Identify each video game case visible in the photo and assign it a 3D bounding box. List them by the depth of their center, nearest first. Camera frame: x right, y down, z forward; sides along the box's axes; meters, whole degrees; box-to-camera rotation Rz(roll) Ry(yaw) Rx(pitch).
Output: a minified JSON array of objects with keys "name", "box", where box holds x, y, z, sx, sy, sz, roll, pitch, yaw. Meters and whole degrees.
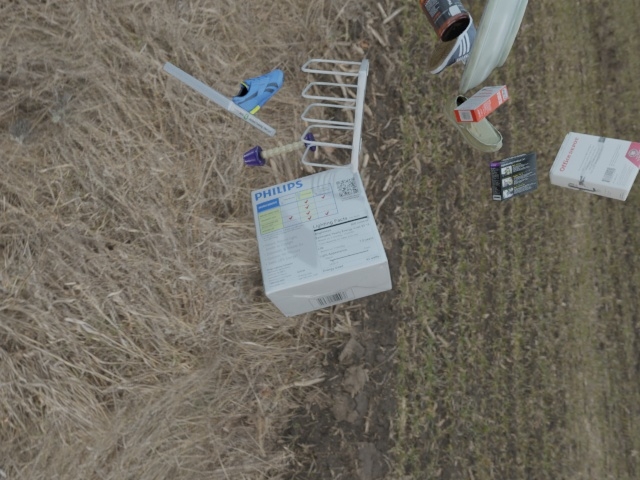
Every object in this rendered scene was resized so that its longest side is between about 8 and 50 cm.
[{"name":"video game case","box":[-0.228,-0.325,0.967,0.023,0.212,0.193,-58,160,9]}]

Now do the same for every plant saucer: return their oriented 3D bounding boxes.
[{"name":"plant saucer","box":[0.504,-0.615,1.178,0.101,0.400,0.400,17,65,10]}]

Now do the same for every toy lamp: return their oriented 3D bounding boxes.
[{"name":"toy lamp","box":[-0.155,-0.331,1.537,0.080,0.275,0.080,-9,90,-74]}]

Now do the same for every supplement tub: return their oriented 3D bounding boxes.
[{"name":"supplement tub","box":[0.378,-0.733,1.296,0.106,0.106,0.197,-15,75,-39]}]

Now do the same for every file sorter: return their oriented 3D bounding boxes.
[{"name":"file sorter","box":[0.039,-0.367,1.203,0.192,0.173,0.277,-75,169,-57]}]

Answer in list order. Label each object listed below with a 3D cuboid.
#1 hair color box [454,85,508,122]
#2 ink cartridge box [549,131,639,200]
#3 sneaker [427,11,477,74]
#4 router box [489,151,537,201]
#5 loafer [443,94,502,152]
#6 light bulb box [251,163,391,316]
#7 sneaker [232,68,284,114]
[{"name":"hair color box","box":[0.561,-0.475,1.444,0.167,0.093,0.053,-39,120,-15]},{"name":"ink cartridge box","box":[0.863,-0.234,1.299,0.092,0.218,0.158,29,86,-56]},{"name":"sneaker","box":[0.498,-0.669,1.496,0.153,0.099,0.282,42,71,-31]},{"name":"router box","box":[0.668,-0.221,1.427,0.179,0.046,0.133,-17,107,-22]},{"name":"loafer","box":[0.569,-0.436,1.544,0.102,0.092,0.268,-40,76,-13]},{"name":"light bulb box","box":[0.000,0.000,1.300,0.225,0.358,0.360,67,9,-60]},{"name":"sneaker","box":[-0.187,-0.468,1.260,0.209,0.069,0.082,-53,135,-21]}]
